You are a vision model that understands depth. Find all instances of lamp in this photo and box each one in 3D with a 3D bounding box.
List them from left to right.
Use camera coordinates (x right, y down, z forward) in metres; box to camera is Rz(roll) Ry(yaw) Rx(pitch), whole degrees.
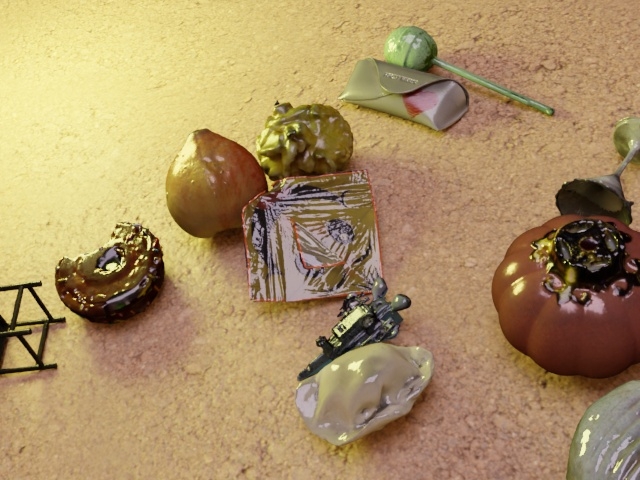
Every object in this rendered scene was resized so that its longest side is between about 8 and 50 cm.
[{"bbox_3d":[0.442,0.078,1.356,0.306,0.239,0.305,-7,49,8],"label":"lamp"}]

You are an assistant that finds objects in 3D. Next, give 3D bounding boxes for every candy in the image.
[{"bbox_3d":[0.342,-0.385,1.870,0.440,0.119,0.119,29,63,23],"label":"candy"}]

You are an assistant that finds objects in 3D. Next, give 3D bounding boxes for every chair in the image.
[{"bbox_3d":[-0.663,0.186,1.599,0.260,0.154,0.141,-7,49,4],"label":"chair"}]

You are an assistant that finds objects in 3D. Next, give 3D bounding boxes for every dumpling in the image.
[{"bbox_3d":[0.083,0.256,1.369,0.250,0.132,0.162,-21,46,-4],"label":"dumpling"}]

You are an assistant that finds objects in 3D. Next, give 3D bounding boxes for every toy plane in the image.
[{"bbox_3d":[0.048,0.170,1.482,0.246,0.078,0.169,-34,34,-11],"label":"toy plane"}]

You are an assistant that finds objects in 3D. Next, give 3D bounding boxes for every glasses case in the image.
[{"bbox_3d":[0.183,-0.345,1.870,0.308,0.083,0.128,22,59,28],"label":"glasses case"}]

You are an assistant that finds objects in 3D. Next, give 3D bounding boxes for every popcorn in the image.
[{"bbox_3d":[-0.035,-0.203,1.750,0.218,0.169,0.189,-7,48,16],"label":"popcorn"}]

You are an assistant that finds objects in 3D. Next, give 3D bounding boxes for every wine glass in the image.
[{"bbox_3d":[0.576,-0.128,1.566,0.156,0.156,0.232,25,56,30],"label":"wine glass"}]

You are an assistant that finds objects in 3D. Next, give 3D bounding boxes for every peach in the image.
[{"bbox_3d":[-0.226,-0.124,1.698,0.233,0.232,0.232,-7,50,8],"label":"peach"}]

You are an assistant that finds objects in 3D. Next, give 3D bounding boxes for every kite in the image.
[{"bbox_3d":[0.000,-0.001,1.608,0.328,0.013,0.377,39,68,14],"label":"kite"}]

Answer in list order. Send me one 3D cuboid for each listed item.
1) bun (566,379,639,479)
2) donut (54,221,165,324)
[{"bbox_3d":[0.522,0.364,1.122,0.362,0.211,0.361,-7,47,7],"label":"bun"},{"bbox_3d":[-0.421,0.075,1.663,0.216,0.096,0.230,34,65,31],"label":"donut"}]
